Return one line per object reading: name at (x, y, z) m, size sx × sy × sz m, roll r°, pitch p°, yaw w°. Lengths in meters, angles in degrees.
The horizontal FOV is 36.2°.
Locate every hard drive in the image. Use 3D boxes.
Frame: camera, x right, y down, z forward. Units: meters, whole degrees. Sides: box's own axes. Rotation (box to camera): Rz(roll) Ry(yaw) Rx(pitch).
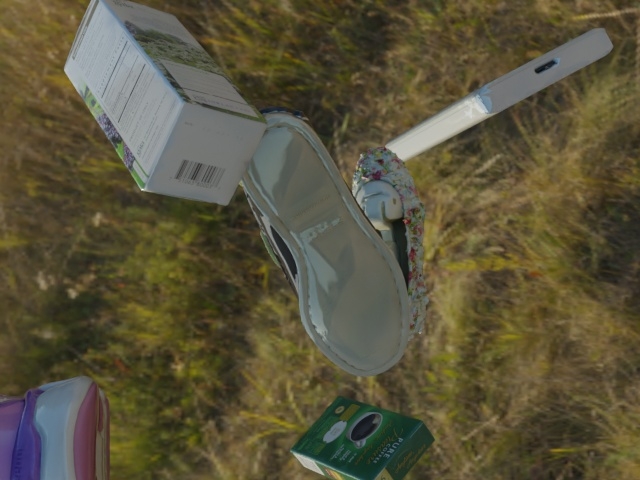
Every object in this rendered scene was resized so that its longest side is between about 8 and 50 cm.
hard drive at (0.230, -0.189, 1.335) m, size 0.040 × 0.203 × 0.307 m, roll 62°, pitch 161°, yaw -2°

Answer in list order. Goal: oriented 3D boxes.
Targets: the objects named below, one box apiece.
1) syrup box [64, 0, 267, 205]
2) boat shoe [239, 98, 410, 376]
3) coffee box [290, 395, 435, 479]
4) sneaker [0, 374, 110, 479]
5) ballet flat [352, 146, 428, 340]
syrup box at (-0.155, -0.140, 0.941) m, size 0.237 × 0.093 × 0.096 m, roll 49°, pitch 119°, yaw 42°
boat shoe at (0.000, 0.000, 1.020) m, size 0.117 × 0.324 × 0.096 m, roll -29°, pitch 28°, yaw -1°
coffee box at (0.053, 0.273, 1.306) m, size 0.113 × 0.040 × 0.184 m, roll -45°, pitch 27°, yaw -26°
sneaker at (-0.164, 0.123, 0.517) m, size 0.236 × 0.105 × 0.095 m, roll 118°, pitch 148°, yaw -71°
ballet flat at (0.081, 0.001, 1.166) m, size 0.091 × 0.077 × 0.240 m, roll -13°, pitch 83°, yaw 21°
